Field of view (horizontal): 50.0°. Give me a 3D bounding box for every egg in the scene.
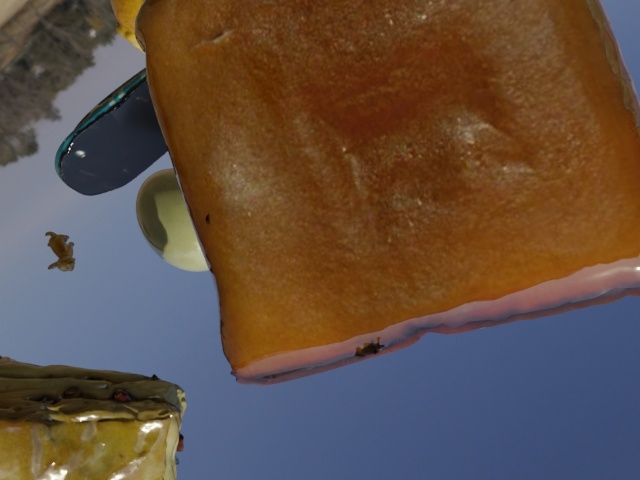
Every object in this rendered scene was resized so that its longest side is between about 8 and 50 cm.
[{"bbox_3d":[-0.267,-0.046,1.371,0.254,0.188,0.188,36,-98,30],"label":"egg"}]

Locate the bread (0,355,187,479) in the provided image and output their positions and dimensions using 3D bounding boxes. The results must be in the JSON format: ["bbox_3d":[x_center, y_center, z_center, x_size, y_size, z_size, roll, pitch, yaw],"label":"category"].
[{"bbox_3d":[-0.408,0.349,1.061,0.191,0.370,0.314,-87,-171,-68],"label":"bread"}]

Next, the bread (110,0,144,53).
[{"bbox_3d":[-0.096,-0.372,0.862,0.389,0.183,0.236,-38,-149,20],"label":"bread"}]

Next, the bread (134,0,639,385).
[{"bbox_3d":[0.047,-0.083,0.507,0.324,0.332,0.143,-21,174,21],"label":"bread"}]

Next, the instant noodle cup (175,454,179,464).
[{"bbox_3d":[-0.427,0.478,1.348,0.232,0.207,0.207,-56,-152,-11],"label":"instant noodle cup"}]

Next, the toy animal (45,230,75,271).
[{"bbox_3d":[-0.540,0.026,1.427,0.061,0.081,0.083,-22,-138,1],"label":"toy animal"}]

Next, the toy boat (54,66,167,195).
[{"bbox_3d":[-0.295,-0.200,1.082,0.299,0.134,0.092,-41,-121,-7],"label":"toy boat"}]
